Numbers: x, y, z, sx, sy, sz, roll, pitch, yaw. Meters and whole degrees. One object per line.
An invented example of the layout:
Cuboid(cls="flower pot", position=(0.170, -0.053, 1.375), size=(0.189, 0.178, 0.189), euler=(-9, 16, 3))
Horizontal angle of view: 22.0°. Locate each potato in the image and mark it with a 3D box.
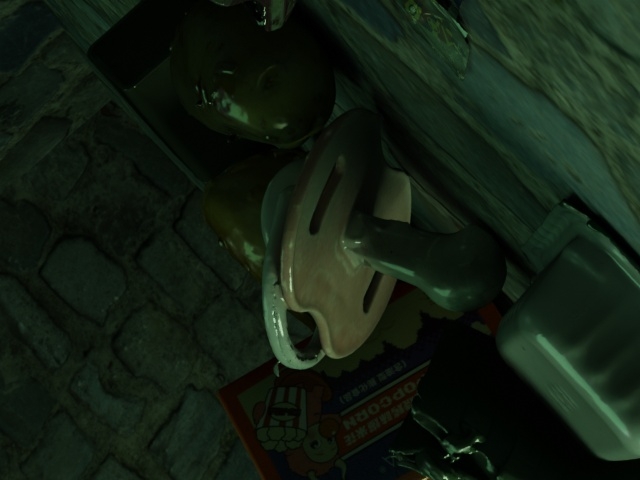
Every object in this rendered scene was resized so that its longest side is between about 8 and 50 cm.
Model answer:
Cuboid(cls="potato", position=(-0.081, -0.186, 1.774), size=(0.165, 0.165, 0.262), euler=(53, 172, -36))

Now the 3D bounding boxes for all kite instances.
Cuboid(cls="kite", position=(0.078, -0.195, 1.273), size=(0.141, 0.015, 0.245), euler=(47, 177, 2))

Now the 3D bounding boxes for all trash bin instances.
Cuboid(cls="trash bin", position=(-0.181, -0.211, 2.252), size=(0.122, 0.164, 0.240), euler=(44, 172, 40))

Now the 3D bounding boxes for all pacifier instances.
Cuboid(cls="pacifier", position=(0.052, 0.003, 1.790), size=(0.332, 0.273, 0.220), euler=(57, -164, -60))

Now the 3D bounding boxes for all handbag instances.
Cuboid(cls="handbag", position=(0.209, 0.197, 1.652), size=(0.247, 0.079, 0.260), euler=(25, -159, 5))

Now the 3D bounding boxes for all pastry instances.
Cuboid(cls="pastry", position=(0.000, 0.000, 2.182), size=(0.316, 0.184, 0.284), euler=(43, -176, -20))

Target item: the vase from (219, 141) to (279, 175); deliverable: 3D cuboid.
Cuboid(cls="vase", position=(-0.095, -0.087, 2.453), size=(0.321, 0.173, 0.173), euler=(52, 175, 15))

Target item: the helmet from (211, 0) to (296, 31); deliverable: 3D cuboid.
Cuboid(cls="helmet", position=(-0.075, -0.273, 1.470), size=(0.153, 0.107, 0.177), euler=(42, -169, 25))

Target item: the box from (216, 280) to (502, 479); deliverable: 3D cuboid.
Cuboid(cls="box", position=(0.111, 0.252, 2.038), size=(0.257, 0.349, 0.318), euler=(59, 178, 28))

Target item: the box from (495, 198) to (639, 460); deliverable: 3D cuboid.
Cuboid(cls="box", position=(0.255, 0.112, 1.498), size=(0.264, 0.106, 0.336), euler=(47, 174, 7))
